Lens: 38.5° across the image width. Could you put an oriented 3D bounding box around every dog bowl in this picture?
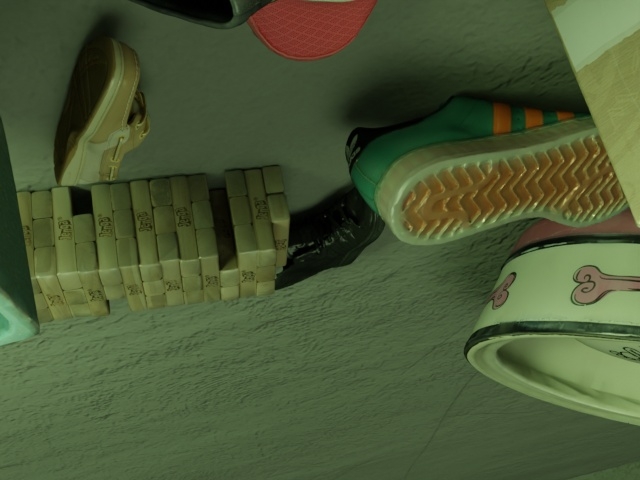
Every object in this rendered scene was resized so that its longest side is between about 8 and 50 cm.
[{"bbox_3d":[0.371,0.096,0.992,0.408,0.150,0.408,13,163,4],"label":"dog bowl"}]

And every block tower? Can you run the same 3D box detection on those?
[{"bbox_3d":[-0.195,0.009,0.816,0.336,0.091,0.097,-8,150,-9],"label":"block tower"}]

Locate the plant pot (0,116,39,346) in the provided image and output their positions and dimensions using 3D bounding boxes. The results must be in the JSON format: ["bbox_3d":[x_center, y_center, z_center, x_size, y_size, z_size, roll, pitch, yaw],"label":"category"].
[{"bbox_3d":[-0.299,-0.088,0.435,0.248,0.252,0.247,-12,152,-1],"label":"plant pot"}]

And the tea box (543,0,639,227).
[{"bbox_3d":[0.403,-0.132,0.656,0.329,0.220,0.324,-32,146,32],"label":"tea box"}]

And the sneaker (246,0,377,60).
[{"bbox_3d":[0.003,-0.185,0.496,0.116,0.136,0.314,-5,151,-11],"label":"sneaker"}]

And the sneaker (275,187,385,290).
[{"bbox_3d":[-0.001,-0.002,0.906,0.089,0.051,0.170,-7,155,-22],"label":"sneaker"}]

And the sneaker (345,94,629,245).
[{"bbox_3d":[0.163,-0.078,0.789,0.302,0.121,0.108,-7,128,-27],"label":"sneaker"}]

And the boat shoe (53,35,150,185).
[{"bbox_3d":[-0.156,-0.093,0.684,0.059,0.063,0.170,1,158,-27],"label":"boat shoe"}]

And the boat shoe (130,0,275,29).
[{"bbox_3d":[-0.114,-0.163,0.478,0.206,0.065,0.075,20,147,12],"label":"boat shoe"}]
